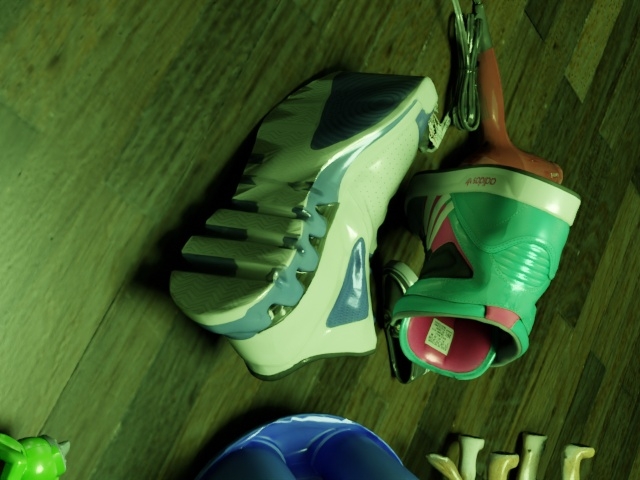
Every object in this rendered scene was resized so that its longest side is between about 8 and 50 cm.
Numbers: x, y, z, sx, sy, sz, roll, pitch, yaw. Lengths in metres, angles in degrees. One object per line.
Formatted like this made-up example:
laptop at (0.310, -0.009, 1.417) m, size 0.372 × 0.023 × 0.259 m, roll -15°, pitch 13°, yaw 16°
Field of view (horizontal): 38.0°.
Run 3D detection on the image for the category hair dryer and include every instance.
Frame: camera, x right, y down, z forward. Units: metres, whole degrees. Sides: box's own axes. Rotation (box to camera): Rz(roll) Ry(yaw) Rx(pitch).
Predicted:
hair dryer at (0.200, -0.131, 1.041) m, size 0.293 × 0.080 × 0.223 m, roll 45°, pitch 63°, yaw -40°

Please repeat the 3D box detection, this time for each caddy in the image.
caddy at (-0.009, 0.329, 0.823) m, size 0.241 × 0.179 × 0.341 m, roll -1°, pitch 96°, yaw -22°

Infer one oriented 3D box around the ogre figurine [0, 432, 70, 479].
ogre figurine at (-0.240, 0.180, 0.617) m, size 0.197 × 0.097 × 0.118 m, roll 25°, pitch 89°, yaw -34°

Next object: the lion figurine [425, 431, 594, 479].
lion figurine at (0.232, 0.358, 1.102) m, size 0.392 × 0.142 × 0.240 m, roll 13°, pitch 84°, yaw -44°

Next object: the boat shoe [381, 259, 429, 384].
boat shoe at (0.088, 0.089, 0.977) m, size 0.040 × 0.049 × 0.142 m, roll -37°, pitch 122°, yaw -36°

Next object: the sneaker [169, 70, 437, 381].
sneaker at (-0.001, 0.001, 0.835) m, size 0.315 × 0.127 × 0.182 m, roll -56°, pitch 142°, yaw -31°

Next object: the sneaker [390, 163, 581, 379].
sneaker at (0.128, 0.035, 0.868) m, size 0.124 × 0.295 × 0.178 m, roll 22°, pitch 85°, yaw -9°
